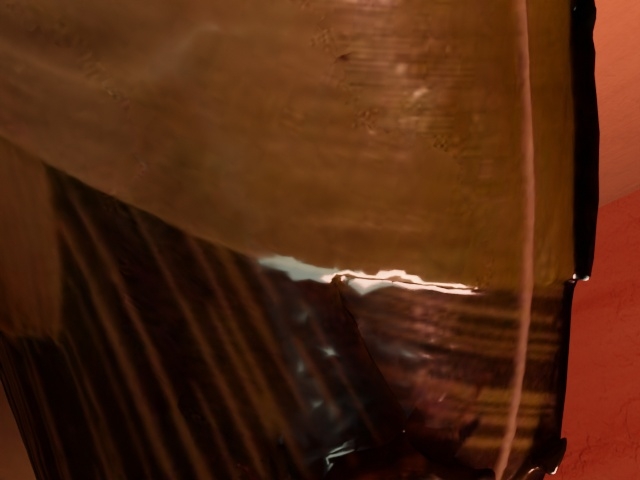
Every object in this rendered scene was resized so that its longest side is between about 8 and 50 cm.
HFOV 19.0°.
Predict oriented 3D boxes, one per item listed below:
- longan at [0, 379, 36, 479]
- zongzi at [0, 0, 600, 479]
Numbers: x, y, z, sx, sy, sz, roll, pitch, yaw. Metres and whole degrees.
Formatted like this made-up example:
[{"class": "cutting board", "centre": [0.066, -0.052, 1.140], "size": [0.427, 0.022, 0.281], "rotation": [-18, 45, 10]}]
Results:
[{"class": "longan", "centre": [-0.044, -0.004, 0.710], "size": [0.297, 0.297, 0.297], "rotation": [-19, 174, -2]}, {"class": "zongzi", "centre": [-0.055, -0.037, 0.364], "size": [0.154, 0.289, 0.317], "rotation": [-3, 179, 30]}]
